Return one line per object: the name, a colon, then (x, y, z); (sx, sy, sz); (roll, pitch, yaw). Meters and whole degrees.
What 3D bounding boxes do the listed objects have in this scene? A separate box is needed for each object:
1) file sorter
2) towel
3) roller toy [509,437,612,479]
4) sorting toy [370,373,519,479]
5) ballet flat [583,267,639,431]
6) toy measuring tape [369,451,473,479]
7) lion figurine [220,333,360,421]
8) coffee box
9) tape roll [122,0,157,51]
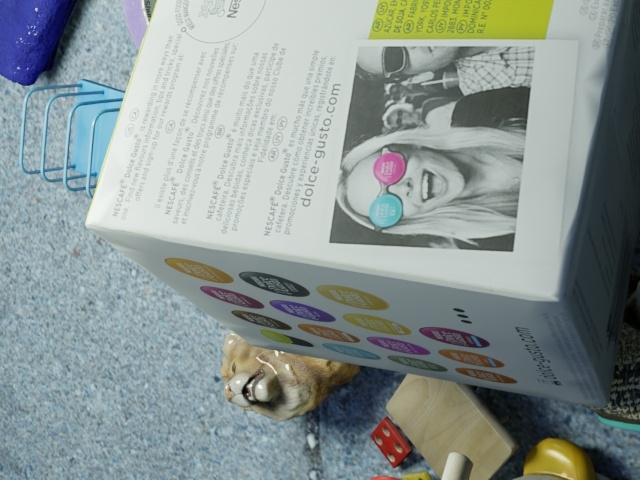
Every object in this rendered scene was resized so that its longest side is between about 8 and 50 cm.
file sorter: (-0.267, -0.116, 1.440); (0.170, 0.104, 0.118); (20, 110, 32)
towel: (-0.356, -0.372, 1.477); (0.228, 0.076, 0.308); (50, 124, 26)
roller toy: (0.224, 0.316, 1.145); (0.191, 0.146, 0.209); (-53, 58, 31)
sorting toy: (0.139, 0.186, 1.225); (0.132, 0.046, 0.274); (51, 145, 20)
ballet flat: (0.380, 0.088, 0.915); (0.483, 0.164, 0.182); (8, 113, 53)
toy measuring tape: (0.068, 0.276, 1.205); (0.121, 0.121, 0.330); (46, 156, 20)
lion figurine: (0.000, 0.000, 1.270); (0.240, 0.142, 0.392); (2, 86, 44)
coffee box: (0.075, -0.089, 0.935); (0.334, 0.337, 0.338); (8, 74, 20)
tape roll: (-0.124, -0.270, 1.319); (0.189, 0.080, 0.189); (8, 103, 34)
